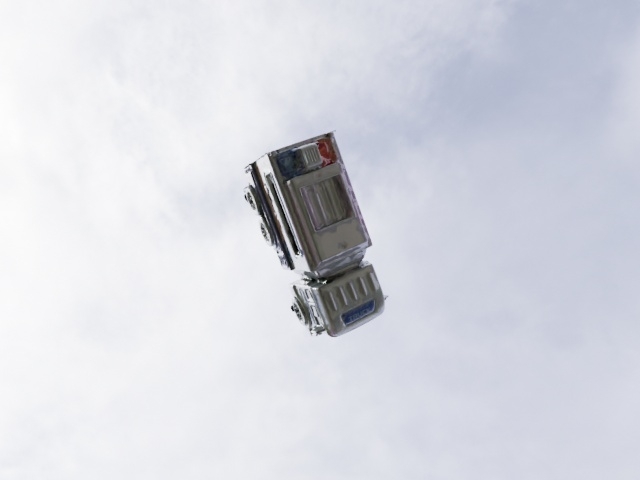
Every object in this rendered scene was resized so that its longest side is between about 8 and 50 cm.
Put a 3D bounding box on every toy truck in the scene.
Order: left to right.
[{"bbox_3d":[0.000,0.000,0.634,0.124,0.155,0.268,-23,-83,-19],"label":"toy truck"}]
